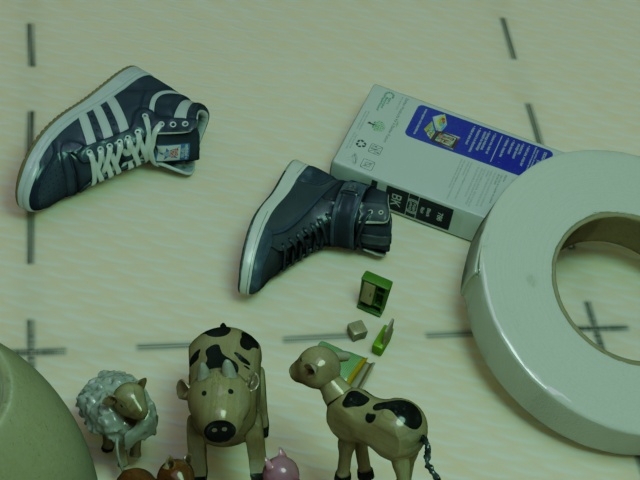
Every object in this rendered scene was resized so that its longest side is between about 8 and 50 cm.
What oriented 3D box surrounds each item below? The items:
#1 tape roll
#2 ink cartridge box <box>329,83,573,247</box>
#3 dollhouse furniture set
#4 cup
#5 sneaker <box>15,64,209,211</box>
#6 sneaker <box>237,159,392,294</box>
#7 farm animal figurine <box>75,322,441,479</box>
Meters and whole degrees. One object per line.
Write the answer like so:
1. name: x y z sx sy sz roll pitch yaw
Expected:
1. tape roll: 0.365 0.070 1.794 0.391 0.072 0.392 6 61 -11
2. ink cartridge box: 0.192 -0.085 1.954 0.332 0.065 0.165 21 51 11
3. dollhouse furniture set: 0.042 0.113 1.773 0.076 0.059 0.152 24 51 12
4. cup: -0.395 0.221 1.509 0.331 0.237 0.331 4 51 -4
5. sneaker: -0.256 -0.114 1.892 0.153 0.099 0.282 27 49 16
6. sneaker: 0.000 -0.002 1.843 0.163 0.086 0.226 19 50 11
7. farm animal figurine: -0.075 0.182 1.560 0.330 0.172 0.327 -10 24 -17
